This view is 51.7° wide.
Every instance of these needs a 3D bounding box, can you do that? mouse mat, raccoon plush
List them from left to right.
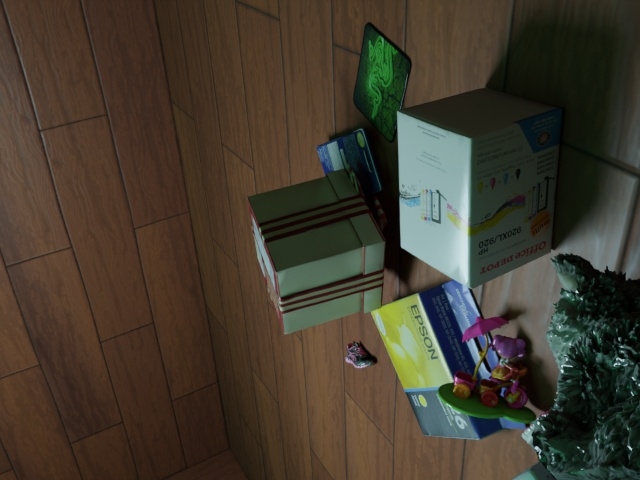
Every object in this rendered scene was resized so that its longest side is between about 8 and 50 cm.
[{"bbox_3d":[0.114,-0.301,1.275,0.153,0.007,0.190,53,150,34],"label":"mouse mat"},{"bbox_3d":[0.406,0.112,0.664,0.446,0.216,0.299,-29,38,51],"label":"raccoon plush"}]

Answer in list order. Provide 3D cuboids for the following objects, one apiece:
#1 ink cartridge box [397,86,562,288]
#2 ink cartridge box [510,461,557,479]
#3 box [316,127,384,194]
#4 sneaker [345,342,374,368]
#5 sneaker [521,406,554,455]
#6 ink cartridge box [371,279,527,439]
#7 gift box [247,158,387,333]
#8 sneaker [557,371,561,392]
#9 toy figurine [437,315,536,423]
[{"bbox_3d":[0.232,-0.083,0.984,0.168,0.171,0.233,36,140,52],"label":"ink cartridge box"},{"bbox_3d":[0.414,0.375,0.784,0.324,0.330,0.071,58,136,24],"label":"ink cartridge box"},{"bbox_3d":[0.070,-0.162,1.433,0.225,0.036,0.137,-4,104,66],"label":"box"},{"bbox_3d":[0.098,0.294,1.708,0.119,0.047,0.057,6,102,62],"label":"sneaker"},{"bbox_3d":[0.390,0.318,1.081,0.075,0.063,0.170,57,158,28],"label":"sneaker"},{"bbox_3d":[0.243,0.249,1.335,0.304,0.072,0.307,68,158,7],"label":"ink cartridge box"},{"bbox_3d":[0.000,0.000,1.393,0.255,0.258,0.276,90,162,-53],"label":"gift box"},{"bbox_3d":[0.410,0.253,0.997,0.054,0.061,0.152,-56,33,35],"label":"sneaker"},{"bbox_3d":[0.302,0.213,1.145,0.173,0.130,0.159,14,103,23],"label":"toy figurine"}]
